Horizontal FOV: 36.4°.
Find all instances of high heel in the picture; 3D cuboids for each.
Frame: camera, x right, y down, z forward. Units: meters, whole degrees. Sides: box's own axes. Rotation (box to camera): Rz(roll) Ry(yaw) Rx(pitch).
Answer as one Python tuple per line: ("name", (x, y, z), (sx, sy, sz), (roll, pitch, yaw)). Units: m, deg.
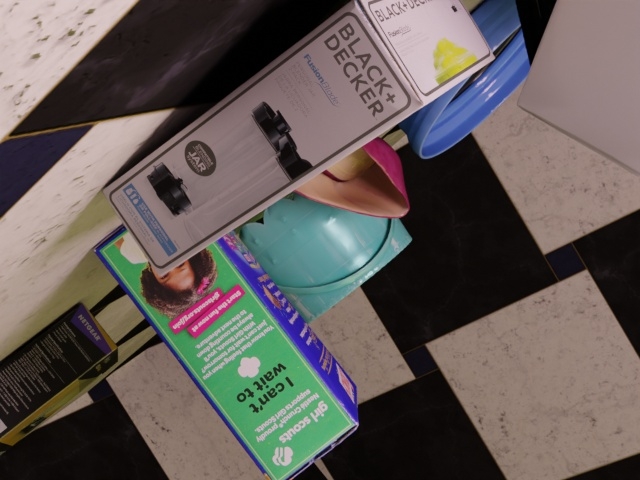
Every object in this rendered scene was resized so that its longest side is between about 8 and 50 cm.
("high heel", (0.023, -0.079, 1.194), (0.127, 0.181, 0.377), (-40, 179, 25))

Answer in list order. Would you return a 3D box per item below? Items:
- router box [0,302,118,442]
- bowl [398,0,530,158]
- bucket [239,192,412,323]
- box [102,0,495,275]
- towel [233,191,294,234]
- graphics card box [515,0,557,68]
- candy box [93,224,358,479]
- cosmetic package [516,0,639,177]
("router box", (-0.407, 0.209, 1.383), (0.243, 0.081, 0.309), (-39, 179, -15))
("bowl", (0.289, -0.309, 1.697), (0.391, 0.077, 0.391), (-41, 168, -10))
("bucket", (0.000, 0.000, 1.567), (0.281, 0.183, 0.281), (-39, 180, 0))
("box", (-0.020, -0.093, 0.785), (0.290, 0.087, 0.169), (-31, -176, 33))
("towel", (-0.059, -0.094, 1.643), (0.271, 0.040, 0.370), (-39, 179, 34))
("graphics card box", (0.362, -0.309, 0.960), (0.371, 0.233, 0.094), (-31, -140, -9))
("candy box", (-0.094, 0.101, 1.125), (0.122, 0.317, 0.268), (-39, 179, 1))
("cosmetic package", (0.306, -0.250, 0.702), (0.217, 0.156, 0.385), (-39, 152, -39))
